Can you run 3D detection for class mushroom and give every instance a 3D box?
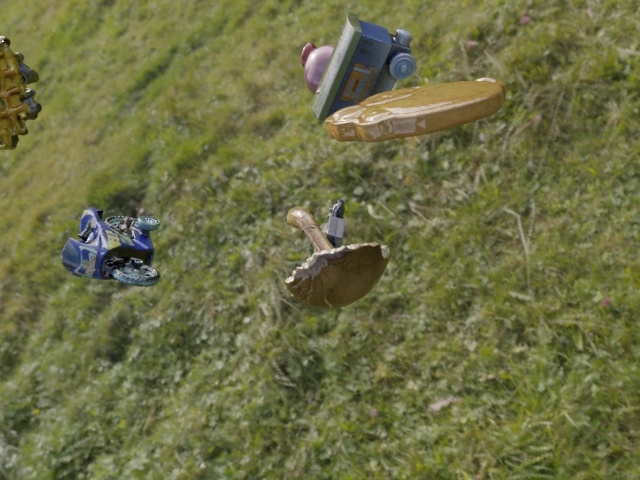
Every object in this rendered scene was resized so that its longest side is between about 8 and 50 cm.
[{"bbox_3d":[-0.015,0.029,1.552,0.302,0.233,0.208,31,70,22],"label":"mushroom"}]

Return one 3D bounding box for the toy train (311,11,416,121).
[{"bbox_3d":[0.110,-0.418,1.837,0.131,0.202,0.299,-101,29,-48],"label":"toy train"}]

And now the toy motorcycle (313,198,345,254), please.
[{"bbox_3d":[0.020,0.014,1.737,0.152,0.073,0.225,110,173,-46],"label":"toy motorcycle"}]

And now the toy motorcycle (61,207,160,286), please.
[{"bbox_3d":[-0.390,0.009,1.326,0.315,0.169,0.113,-130,52,-62],"label":"toy motorcycle"}]

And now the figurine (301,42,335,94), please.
[{"bbox_3d":[0.033,-0.512,2.184,0.173,0.173,0.173,-27,43,29],"label":"figurine"}]

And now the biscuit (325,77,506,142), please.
[{"bbox_3d":[0.170,-0.254,1.373,0.312,0.057,0.351,-24,20,-33],"label":"biscuit"}]

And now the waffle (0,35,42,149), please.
[{"bbox_3d":[-0.753,-0.323,1.556,0.062,0.329,0.329,0,59,32],"label":"waffle"}]
